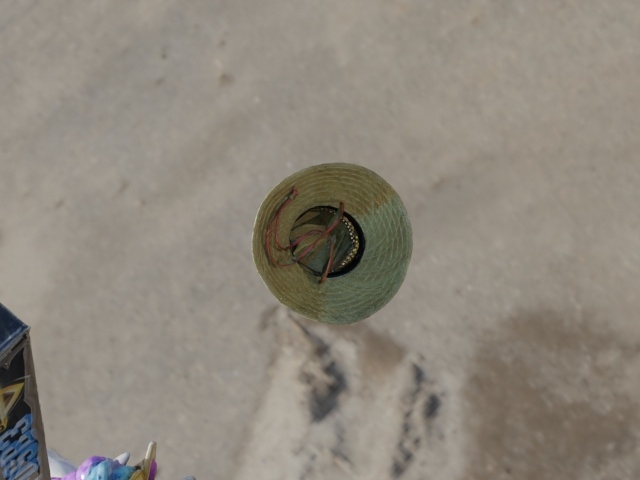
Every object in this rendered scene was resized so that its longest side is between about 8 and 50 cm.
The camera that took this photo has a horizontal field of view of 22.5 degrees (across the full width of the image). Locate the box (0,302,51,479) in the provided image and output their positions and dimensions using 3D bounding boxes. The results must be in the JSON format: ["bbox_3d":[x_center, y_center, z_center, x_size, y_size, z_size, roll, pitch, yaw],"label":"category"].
[{"bbox_3d":[-0.256,0.022,0.788,0.293,0.295,0.073,43,68,12],"label":"box"}]

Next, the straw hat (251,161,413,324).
[{"bbox_3d":[0.000,0.000,1.351,0.144,0.144,0.061,-53,19,-13],"label":"straw hat"}]

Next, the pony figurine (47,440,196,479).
[{"bbox_3d":[-0.281,0.348,1.603,0.351,0.363,0.303,4,22,16],"label":"pony figurine"}]
